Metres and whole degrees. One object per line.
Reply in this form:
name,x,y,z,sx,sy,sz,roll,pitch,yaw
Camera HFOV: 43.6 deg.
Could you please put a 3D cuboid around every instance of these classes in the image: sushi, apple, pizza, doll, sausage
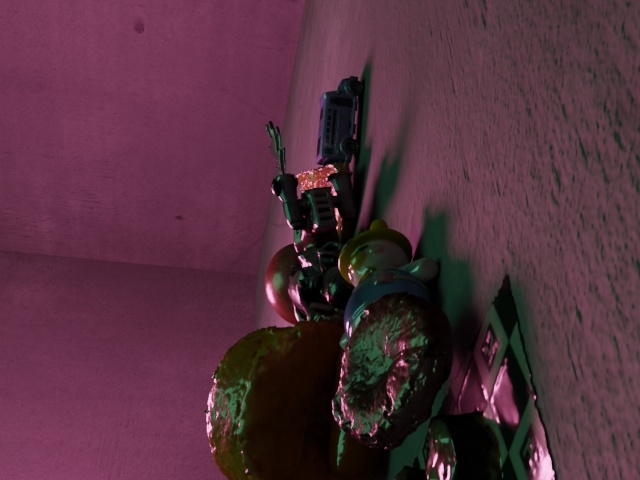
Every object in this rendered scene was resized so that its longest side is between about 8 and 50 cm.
sushi,0.101,0.254,0.668,0.320,0.069,0.339,104,169,-46
apple,-0.023,0.076,1.410,0.120,0.153,0.153,-4,80,57
pizza,0.017,-0.087,1.463,0.193,0.053,0.201,55,149,42
doll,0.072,0.060,0.924,0.241,0.099,0.135,-99,13,-57
sausage,0.051,0.214,1.037,0.076,0.076,0.197,153,122,-81

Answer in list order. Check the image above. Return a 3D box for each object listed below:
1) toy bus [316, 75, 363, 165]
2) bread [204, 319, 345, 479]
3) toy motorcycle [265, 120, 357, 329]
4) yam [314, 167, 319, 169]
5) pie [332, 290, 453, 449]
toy bus,0.034,-0.221,1.475,0.073,0.076,0.167,134,141,-76
bread,-0.041,0.241,1.098,0.146,0.268,0.268,-1,81,40
toy motorcycle,0.000,0.000,1.258,0.207,0.134,0.401,126,135,-74
yam,0.005,-0.103,1.652,0.253,0.061,0.061,-110,27,-74
pie,0.064,0.119,0.745,0.153,0.038,0.153,-40,36,37
